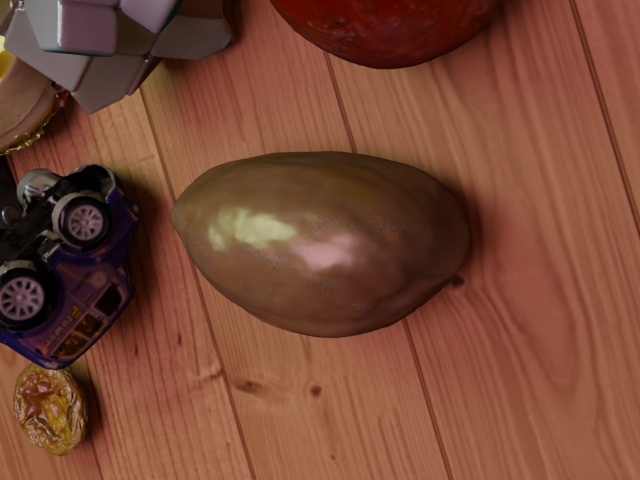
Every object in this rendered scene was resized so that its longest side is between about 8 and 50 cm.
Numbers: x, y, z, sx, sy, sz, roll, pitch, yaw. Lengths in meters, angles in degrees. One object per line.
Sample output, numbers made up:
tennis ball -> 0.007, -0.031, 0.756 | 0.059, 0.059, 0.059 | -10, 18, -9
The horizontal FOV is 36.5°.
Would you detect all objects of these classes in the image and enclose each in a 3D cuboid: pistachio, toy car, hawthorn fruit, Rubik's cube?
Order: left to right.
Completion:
toy car -> -0.295, 0.029, 1.110 | 0.235, 0.158, 0.172 | -49, 34, -10
Rubik's cube -> -0.198, -0.265, 0.970 | 0.265, 0.224, 0.213 | -46, 57, 33
pistachio -> 0.000, 0.000, 0.917 | 0.293, 0.162, 0.181 | 6, 75, 32
hawthorn fruit -> 0.056, -0.264, 0.799 | 0.231, 0.263, 0.235 | 35, 89, 0

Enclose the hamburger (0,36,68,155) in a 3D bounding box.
hamburger -> -0.406, -0.182, 1.167 | 0.210, 0.116, 0.173 | -26, 75, 18

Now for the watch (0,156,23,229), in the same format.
watch -> -0.486, -0.064, 1.282 | 0.193, 0.068, 0.206 | -13, 94, 31

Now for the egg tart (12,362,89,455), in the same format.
egg tart -> -0.339, 0.211, 1.239 | 0.130, 0.052, 0.130 | 6, 101, 31
